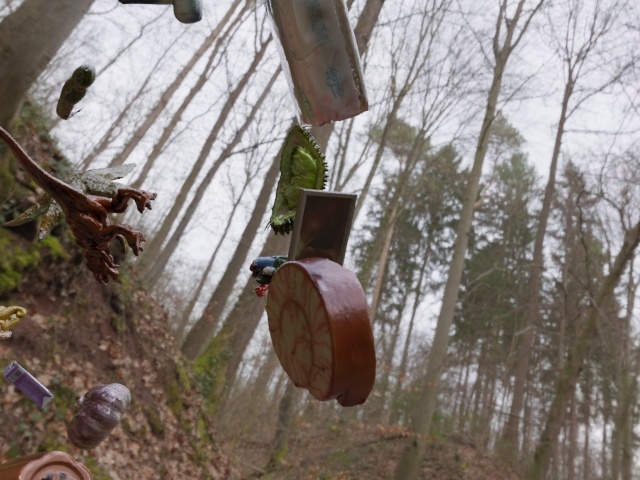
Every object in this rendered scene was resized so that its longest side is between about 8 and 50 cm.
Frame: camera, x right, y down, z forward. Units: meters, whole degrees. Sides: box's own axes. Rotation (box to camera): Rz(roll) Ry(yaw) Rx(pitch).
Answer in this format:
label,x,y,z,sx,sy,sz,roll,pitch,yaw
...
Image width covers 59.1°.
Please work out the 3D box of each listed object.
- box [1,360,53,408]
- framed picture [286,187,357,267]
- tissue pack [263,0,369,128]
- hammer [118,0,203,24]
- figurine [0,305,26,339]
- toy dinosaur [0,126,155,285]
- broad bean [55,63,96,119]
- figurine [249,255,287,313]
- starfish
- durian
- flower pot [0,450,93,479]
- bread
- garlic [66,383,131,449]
label,x,y,z,sx,sy,sz,roll,pitch,yaw
box,-0.657,0.323,1.269,0.051,0.036,0.117,7,-42,52
framed picture,0.000,0.000,1.616,0.211,0.289,0.020,1,15,-42
tissue pack,-0.011,-0.360,1.082,0.201,0.125,0.270,-137,-151,-74
hammer,-0.372,-0.564,1.309,0.194,0.116,0.069,-1,6,-6
figurine,-0.784,0.230,1.281,0.156,0.246,0.131,36,-66,-11
toy dinosaur,-0.431,-0.060,1.076,0.208,0.097,0.431,3,-45,10
broad bean,-0.645,-0.386,1.483,0.056,0.098,0.318,43,-25,-18
figurine,-0.144,0.160,1.743,0.185,0.234,0.127,9,-30,2
starfish,-0.565,-0.118,1.313,0.358,0.347,0.078,27,-40,46
durian,-0.072,-0.180,1.781,0.169,0.351,0.158,12,8,-19
flower pot,-0.459,0.428,0.895,0.173,0.190,0.191,-33,-58,26
bread,-0.007,0.185,1.235,0.328,0.114,0.294,22,-63,58
garlic,-0.513,0.396,1.286,0.102,0.159,0.147,40,7,-21
